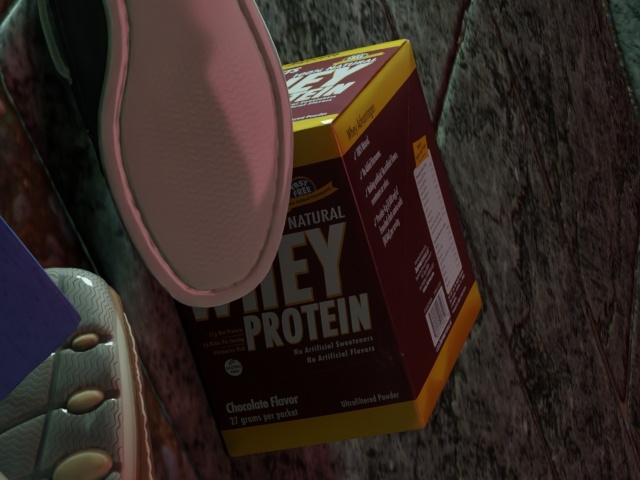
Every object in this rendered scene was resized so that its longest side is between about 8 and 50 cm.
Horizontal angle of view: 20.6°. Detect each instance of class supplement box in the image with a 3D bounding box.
[{"bbox_3d":[0.000,0.000,1.106,0.191,0.129,0.194,-53,129,-63],"label":"supplement box"}]

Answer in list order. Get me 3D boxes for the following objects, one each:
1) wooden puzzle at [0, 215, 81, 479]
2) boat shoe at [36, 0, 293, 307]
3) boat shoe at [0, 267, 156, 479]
[{"bbox_3d":[-0.182,-0.060,0.447,0.348,0.080,0.322,38,-15,44],"label":"wooden puzzle"},{"bbox_3d":[-0.092,-0.114,0.959,0.114,0.091,0.302,-10,96,-27],"label":"boat shoe"},{"bbox_3d":[-0.118,0.175,0.734,0.116,0.123,0.324,37,54,-67],"label":"boat shoe"}]
